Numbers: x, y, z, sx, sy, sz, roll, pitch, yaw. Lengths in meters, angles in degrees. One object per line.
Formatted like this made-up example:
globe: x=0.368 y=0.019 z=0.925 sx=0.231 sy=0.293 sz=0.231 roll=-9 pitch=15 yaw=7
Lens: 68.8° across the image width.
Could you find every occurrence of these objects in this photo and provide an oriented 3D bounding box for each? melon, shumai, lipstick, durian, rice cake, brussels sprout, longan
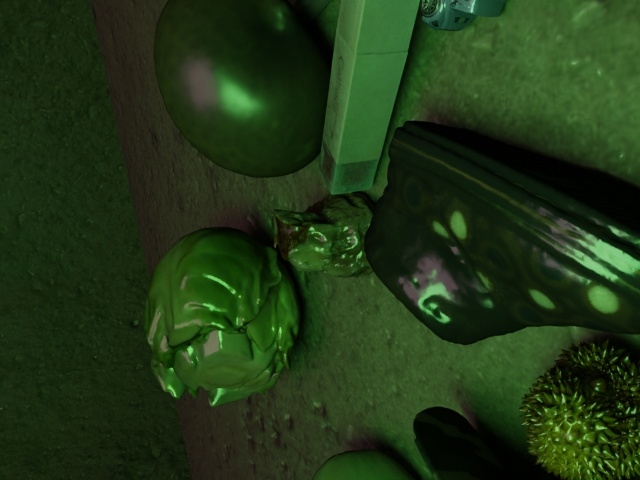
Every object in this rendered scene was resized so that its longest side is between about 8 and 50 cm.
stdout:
melon: x=0.093 y=0.547 z=0.852 sx=0.308 sy=0.272 sz=0.271 roll=47 pitch=139 yaw=24
shumai: x=0.000 y=0.000 z=0.826 sx=0.206 sy=0.176 sz=0.166 roll=-4 pitch=100 yaw=60
lipstick: x=0.060 y=-0.224 z=0.659 sx=0.371 sy=0.080 sz=0.076 roll=98 pitch=156 yaw=-50
durian: x=0.289 y=0.184 z=0.496 sx=0.168 sy=0.158 sz=0.136 roll=71 pitch=174 yaw=-46
rice cake: x=-0.005 y=-0.411 z=0.777 sx=0.207 sy=0.047 sz=0.036 roll=-23 pitch=80 yaw=57
brussels sprout: x=-0.231 y=0.154 z=1.108 sx=0.425 sy=0.343 sz=0.360 roll=118 pitch=154 yaw=-42
longan: x=-0.126 y=-0.268 z=0.794 sx=0.289 sy=0.288 sz=0.350 roll=-3 pitch=124 yaw=56

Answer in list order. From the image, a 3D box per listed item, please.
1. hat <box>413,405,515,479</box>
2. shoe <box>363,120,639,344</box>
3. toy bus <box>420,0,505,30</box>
hat: x=0.285 y=0.332 z=0.538 sx=0.258 sy=0.381 sz=0.366 roll=-28 pitch=112 yaw=18
shoe: x=0.203 y=0.022 z=0.535 sx=0.384 sy=0.172 sz=0.237 roll=38 pitch=126 yaw=44
toy bus: x=0.182 y=-0.308 z=0.518 sx=0.076 sy=0.073 sz=0.167 roll=53 pitch=141 yaw=28
